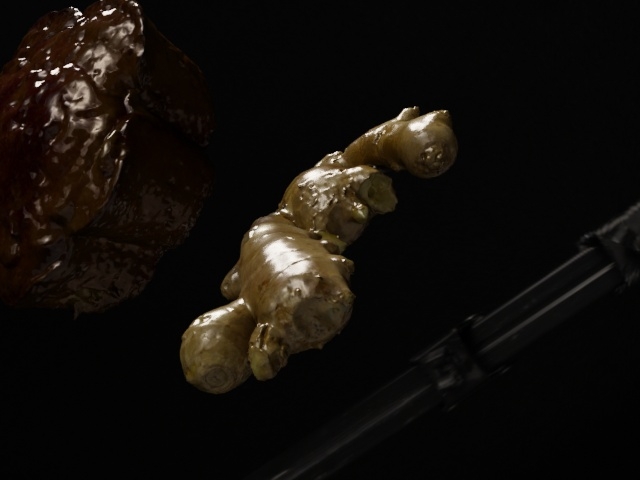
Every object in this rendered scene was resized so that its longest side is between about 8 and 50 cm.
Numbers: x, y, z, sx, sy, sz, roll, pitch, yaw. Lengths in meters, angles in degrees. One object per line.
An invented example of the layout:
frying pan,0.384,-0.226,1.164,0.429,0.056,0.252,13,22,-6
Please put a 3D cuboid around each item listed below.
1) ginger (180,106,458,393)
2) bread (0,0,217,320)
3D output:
ginger,0.000,0.000,0.565,0.193,0.176,0.053,-37,-75,-5
bread,-0.192,-0.052,0.793,0.246,0.135,0.232,-13,-118,42
